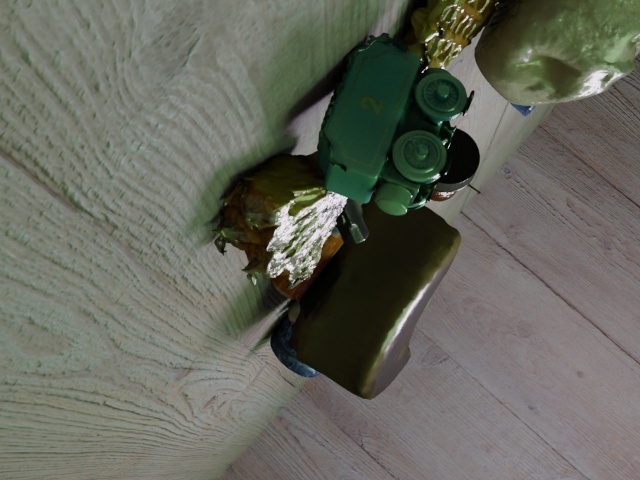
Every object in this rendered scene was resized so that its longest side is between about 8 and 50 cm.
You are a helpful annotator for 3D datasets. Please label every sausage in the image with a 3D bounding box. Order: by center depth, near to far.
[{"bbox_3d":[0.000,0.000,1.601,0.234,0.071,0.071,-53,169,26],"label":"sausage"}]

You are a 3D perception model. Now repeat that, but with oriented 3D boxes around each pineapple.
[{"bbox_3d":[-0.044,-0.032,1.190,0.186,0.114,0.236,-46,166,-15],"label":"pineapple"}]

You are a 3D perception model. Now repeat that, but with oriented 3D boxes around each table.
[{"bbox_3d":[0.260,-0.168,1.892,0.133,0.133,0.043,-45,167,-17],"label":"table"}]

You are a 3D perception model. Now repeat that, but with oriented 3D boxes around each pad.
[{"bbox_3d":[-0.002,0.047,1.659,0.116,0.004,0.193,-53,-158,26],"label":"pad"}]

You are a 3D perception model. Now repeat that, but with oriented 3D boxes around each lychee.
[{"bbox_3d":[0.288,-0.145,2.153,0.140,0.114,0.101,148,-54,-61],"label":"lychee"}]

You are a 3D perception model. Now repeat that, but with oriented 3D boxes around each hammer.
[{"bbox_3d":[0.121,-0.138,1.584,0.043,0.111,0.365,-2,-146,40],"label":"hammer"}]

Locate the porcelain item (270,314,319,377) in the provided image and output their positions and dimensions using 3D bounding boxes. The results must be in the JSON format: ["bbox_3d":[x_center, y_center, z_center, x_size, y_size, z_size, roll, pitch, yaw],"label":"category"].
[{"bbox_3d":[-0.033,0.235,2.118,0.114,0.147,0.147,-53,169,21],"label":"porcelain item"}]

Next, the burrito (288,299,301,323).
[{"bbox_3d":[0.055,0.088,2.078,0.299,0.105,0.143,-47,160,-2],"label":"burrito"}]

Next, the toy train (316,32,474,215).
[{"bbox_3d":[0.085,-0.137,1.125,0.112,0.163,0.203,105,6,-68],"label":"toy train"}]

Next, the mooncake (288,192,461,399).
[{"bbox_3d":[0.105,0.099,1.819,0.394,0.246,0.393,-61,170,-2],"label":"mooncake"}]

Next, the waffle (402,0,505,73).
[{"bbox_3d":[0.203,-0.331,1.266,0.301,0.058,0.281,-40,167,-48],"label":"waffle"}]

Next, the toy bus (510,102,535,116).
[{"bbox_3d":[0.566,-0.430,2.324,0.236,0.094,0.079,-54,162,18],"label":"toy bus"}]

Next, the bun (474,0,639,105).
[{"bbox_3d":[0.400,-0.357,1.397,0.360,0.211,0.360,-57,-174,9],"label":"bun"}]
